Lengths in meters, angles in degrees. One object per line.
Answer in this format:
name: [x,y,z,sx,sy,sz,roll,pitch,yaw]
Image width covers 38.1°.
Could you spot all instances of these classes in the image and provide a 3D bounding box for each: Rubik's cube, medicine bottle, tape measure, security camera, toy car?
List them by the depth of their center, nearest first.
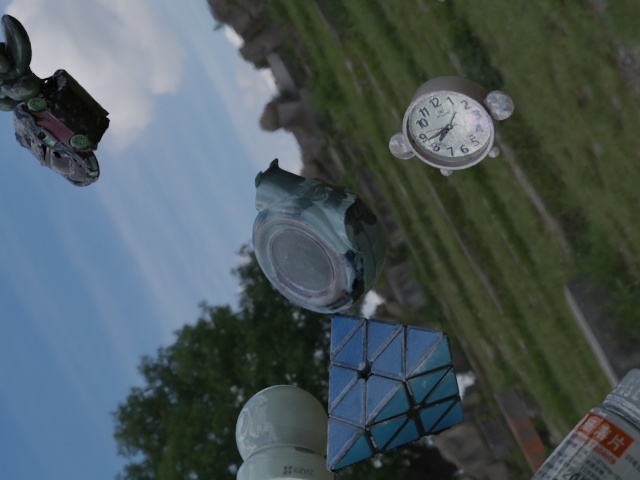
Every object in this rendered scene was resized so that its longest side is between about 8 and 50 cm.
toy car: [-0.339,-0.121,1.180,0.142,0.055,0.069,38,143,17]
medicine bottle: [0.404,0.309,1.280,0.144,0.252,0.144,45,172,8]
Rubik's cube: [0.126,0.255,1.623,0.229,0.228,0.234,-42,-54,-77]
tape measure: [0.000,0.000,1.761,0.256,0.147,0.275,23,134,26]
security camera: [-0.070,0.395,1.814,0.194,0.194,0.236,52,-153,-48]

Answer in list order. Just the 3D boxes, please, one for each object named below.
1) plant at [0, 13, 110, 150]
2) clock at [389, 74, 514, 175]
plant: [-0.491,-0.248,1.574,0.274,0.146,0.149,49,176,-38]
clock: [0.216,-0.193,1.527,0.156,0.229,0.063,51,-142,-23]
